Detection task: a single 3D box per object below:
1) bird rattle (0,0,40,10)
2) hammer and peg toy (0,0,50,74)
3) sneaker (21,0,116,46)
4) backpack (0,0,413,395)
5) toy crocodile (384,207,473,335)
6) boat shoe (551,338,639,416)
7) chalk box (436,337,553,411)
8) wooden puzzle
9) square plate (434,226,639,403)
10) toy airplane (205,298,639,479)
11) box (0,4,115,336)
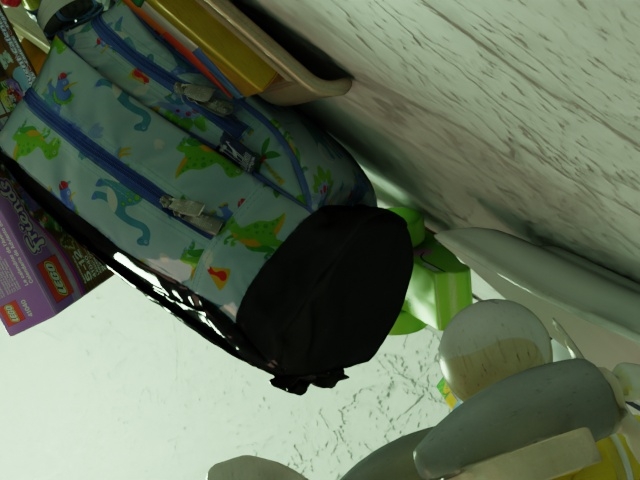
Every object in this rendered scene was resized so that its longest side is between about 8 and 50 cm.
[{"bbox_3d":[-0.239,-0.223,0.975,0.207,0.143,0.253,57,161,-6],"label":"bird rattle"},{"bbox_3d":[-0.211,-0.151,1.774,0.361,0.127,0.266,35,177,8],"label":"hammer and peg toy"},{"bbox_3d":[-0.247,-0.238,1.527,0.081,0.080,0.211,57,174,-4],"label":"sneaker"},{"bbox_3d":[-0.106,-0.048,1.383,0.355,0.273,0.290,20,-176,19],"label":"backpack"},{"bbox_3d":[0.060,0.013,1.603,0.340,0.105,0.115,23,125,60],"label":"toy crocodile"},{"bbox_3d":[0.345,0.246,1.553,0.367,0.156,0.136,35,177,-4],"label":"boat shoe"},{"bbox_3d":[0.224,0.167,1.723,0.132,0.132,0.213,37,-173,-19],"label":"chalk box"},{"bbox_3d":[-0.099,-0.165,1.160,0.238,0.044,0.221,36,176,-10],"label":"wooden puzzle"},{"bbox_3d":[0.287,0.112,1.168,0.344,0.049,0.347,37,177,-31],"label":"square plate"},{"bbox_3d":[0.103,0.176,1.170,0.386,0.272,0.384,-8,163,35],"label":"toy airplane"},{"bbox_3d":[-0.292,-0.075,1.462,0.293,0.057,0.201,63,-161,-6],"label":"box"}]
